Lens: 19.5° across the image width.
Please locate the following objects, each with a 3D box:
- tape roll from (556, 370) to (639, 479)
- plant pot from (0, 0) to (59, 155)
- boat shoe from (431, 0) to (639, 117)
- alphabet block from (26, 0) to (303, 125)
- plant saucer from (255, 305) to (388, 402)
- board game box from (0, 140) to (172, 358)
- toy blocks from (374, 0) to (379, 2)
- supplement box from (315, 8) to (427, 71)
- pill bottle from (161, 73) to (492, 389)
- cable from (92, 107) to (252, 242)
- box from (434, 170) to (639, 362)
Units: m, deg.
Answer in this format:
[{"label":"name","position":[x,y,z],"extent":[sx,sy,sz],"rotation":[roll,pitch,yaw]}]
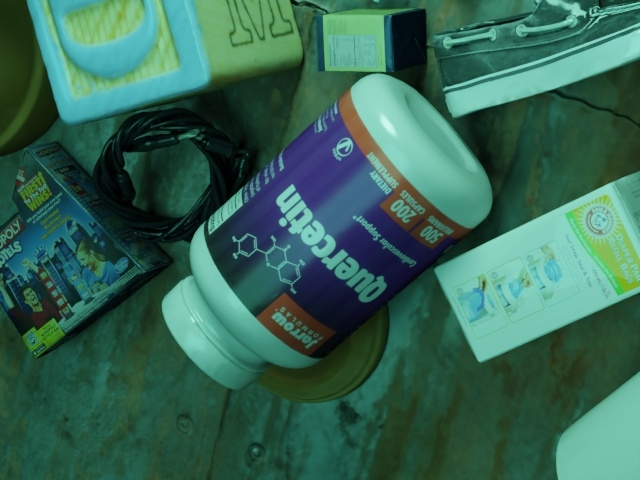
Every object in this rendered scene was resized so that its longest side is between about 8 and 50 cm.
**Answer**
[{"label":"tape roll","position":[0.355,0.219,1.677],"extent":[0.169,0.246,0.246],"rotation":[-42,80,28]},{"label":"plant pot","position":[-0.441,-0.217,2.032],"extent":[0.290,0.203,0.291],"rotation":[7,105,28]},{"label":"boat shoe","position":[0.237,-0.202,1.733],"extent":[0.301,0.108,0.102],"rotation":[-16,95,37]},{"label":"alphabet block","position":[-0.160,-0.237,1.879],"extent":[0.192,0.197,0.193],"rotation":[-11,95,31]},{"label":"plant saucer","position":[-0.025,0.078,1.969],"extent":[0.200,0.037,0.200],"rotation":[6,103,27]},{"label":"board game box","position":[-0.293,-0.001,2.082],"extent":[0.194,0.060,0.194],"rotation":[-36,82,30]},{"label":"toy blocks","position":[0.103,-0.291,1.808],"extent":[0.123,0.054,0.148],"rotation":[27,113,21]},{"label":"supplement box","position":[0.050,-0.198,1.839],"extent":[0.083,0.083,0.056],"rotation":[3,102,27]},{"label":"pill bottle","position":[0.000,0.000,1.824],"extent":[0.323,0.181,0.181],"rotation":[-42,80,16]},{"label":"cable","position":[-0.166,-0.061,1.968],"extent":[0.150,0.047,0.184],"rotation":[19,134,-23]},{"label":"box","position":[0.232,0.023,1.773],"extent":[0.203,0.114,0.103],"rotation":[-27,86,30]}]
